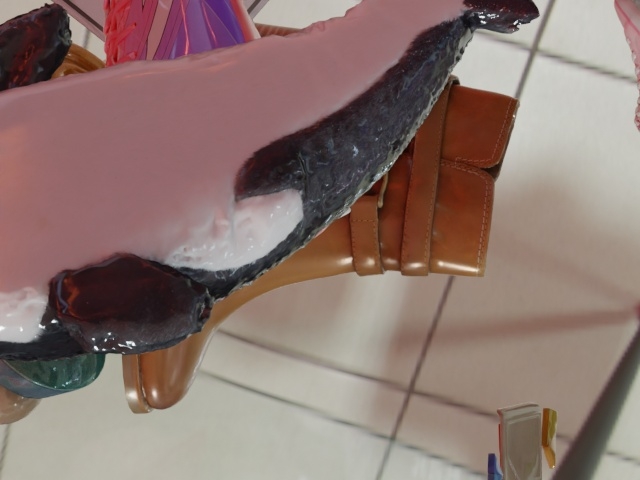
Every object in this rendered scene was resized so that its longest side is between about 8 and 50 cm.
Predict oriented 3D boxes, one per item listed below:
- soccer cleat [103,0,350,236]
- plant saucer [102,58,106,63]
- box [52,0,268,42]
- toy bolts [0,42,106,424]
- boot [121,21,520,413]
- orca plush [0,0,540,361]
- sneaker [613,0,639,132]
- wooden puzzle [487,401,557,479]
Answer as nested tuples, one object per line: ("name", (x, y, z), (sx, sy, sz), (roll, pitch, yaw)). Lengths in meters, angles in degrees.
("soccer cleat", (-0.068, -0.081, 0.721), (0.095, 0.248, 0.083), (-20, 139, -9))
("plant saucer", (-0.301, -0.029, 1.682), (0.100, 0.400, 0.400), (25, 123, -29))
("box", (-0.135, -0.234, 0.883), (0.290, 0.087, 0.169), (39, 116, -13))
("toy bolts", (-0.202, -0.002, 1.006), (0.158, 0.218, 0.228), (-44, 78, 31))
("boot", (0.000, 0.000, 1.050), (0.220, 0.283, 0.109), (16, 162, 6))
("orca plush", (-0.057, -0.022, 0.611), (0.151, 0.287, 0.102), (40, 155, 24))
("sneaker", (0.246, -0.120, 1.180), (0.070, 0.051, 0.134), (-39, 89, 34))
("wooden puzzle", (0.157, 0.166, 1.259), (0.014, 0.116, 0.078), (-6, 80, 33))
